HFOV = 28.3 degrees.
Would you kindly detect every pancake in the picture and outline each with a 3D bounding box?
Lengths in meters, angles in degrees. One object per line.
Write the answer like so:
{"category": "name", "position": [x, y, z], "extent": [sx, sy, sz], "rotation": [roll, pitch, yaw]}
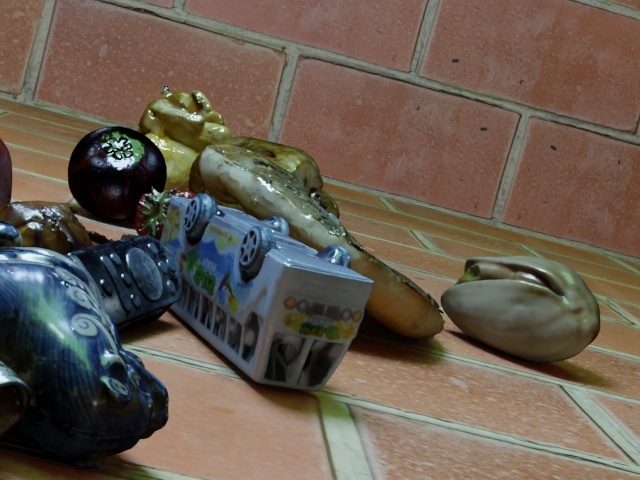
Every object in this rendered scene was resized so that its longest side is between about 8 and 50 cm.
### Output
{"category": "pancake", "position": [0.001, 0.001, 1.568], "extent": [0.387, 0.082, 0.387], "rotation": [40, 3, -2]}

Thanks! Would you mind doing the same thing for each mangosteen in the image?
{"category": "mangosteen", "position": [-0.300, -0.091, 1.871], "extent": [0.152, 0.152, 0.152], "rotation": [15, 7, -2]}

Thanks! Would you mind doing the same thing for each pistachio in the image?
{"category": "pistachio", "position": [0.261, 0.088, 1.645], "extent": [0.215, 0.144, 0.144], "rotation": [13, 4, 42]}

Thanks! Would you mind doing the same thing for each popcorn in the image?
{"category": "popcorn", "position": [-0.230, -0.135, 2.112], "extent": [0.191, 0.190, 0.253], "rotation": [36, -21, 36]}

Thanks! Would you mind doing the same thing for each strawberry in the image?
{"category": "strawberry", "position": [-0.192, -0.019, 1.669], "extent": [0.106, 0.106, 0.106], "rotation": [15, 7, -2]}

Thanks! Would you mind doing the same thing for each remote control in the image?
{"category": "remote control", "position": [-0.209, 0.051, 1.192], "extent": [0.090, 0.066, 0.266], "rotation": [59, 16, 4]}

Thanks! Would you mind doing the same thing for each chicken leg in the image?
{"category": "chicken leg", "position": [-0.242, 0.020, 1.352], "extent": [0.113, 0.093, 0.304], "rotation": [38, 8, 24]}

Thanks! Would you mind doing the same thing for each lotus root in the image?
{"category": "lotus root", "position": [-0.086, -0.061, 1.885], "extent": [0.193, 0.193, 0.291], "rotation": [9, 7, -38]}

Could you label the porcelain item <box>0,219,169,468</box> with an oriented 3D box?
{"category": "porcelain item", "position": [-0.238, 0.074, 0.804], "extent": [0.186, 0.138, 0.288], "rotation": [40, 15, 31]}

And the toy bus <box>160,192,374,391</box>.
{"category": "toy bus", "position": [-0.070, 0.043, 1.267], "extent": [0.109, 0.136, 0.329], "rotation": [15, 6, -27]}

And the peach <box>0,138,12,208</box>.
{"category": "peach", "position": [-0.405, -0.062, 1.410], "extent": [0.152, 0.152, 0.152], "rotation": [15, 7, -2]}
